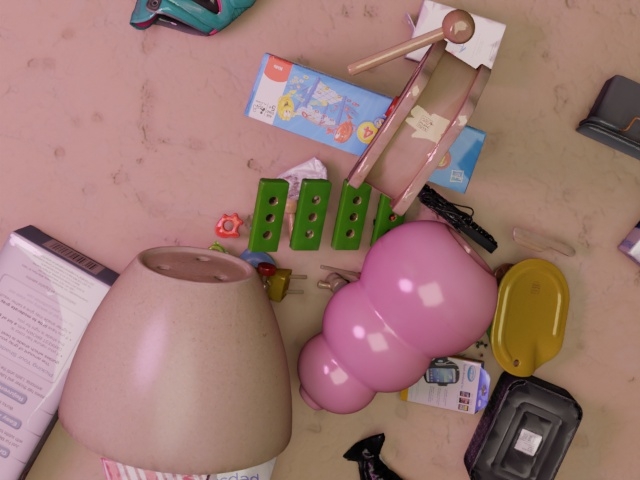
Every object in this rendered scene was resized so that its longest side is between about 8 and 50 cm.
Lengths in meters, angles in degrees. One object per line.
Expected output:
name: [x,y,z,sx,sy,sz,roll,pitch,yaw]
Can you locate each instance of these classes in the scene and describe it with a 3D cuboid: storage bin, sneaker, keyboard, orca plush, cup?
storage bin: [0.463,-0.183,1.715,0.135,0.098,0.091,22,86,-2]
sneaker: [-0.239,-0.397,1.680,0.295,0.124,0.178,36,86,-5]
keyboard: [0.196,-0.051,1.708,0.192,0.100,0.038,36,108,-14]
orca plush: [0.152,0.427,1.775,0.151,0.102,0.287,-26,96,3]
cup: [-0.187,0.144,1.612,0.331,0.331,0.237,9,106,-1]
storage bin: [0.308,0.301,1.770,0.122,0.084,0.180,23,97,-2]

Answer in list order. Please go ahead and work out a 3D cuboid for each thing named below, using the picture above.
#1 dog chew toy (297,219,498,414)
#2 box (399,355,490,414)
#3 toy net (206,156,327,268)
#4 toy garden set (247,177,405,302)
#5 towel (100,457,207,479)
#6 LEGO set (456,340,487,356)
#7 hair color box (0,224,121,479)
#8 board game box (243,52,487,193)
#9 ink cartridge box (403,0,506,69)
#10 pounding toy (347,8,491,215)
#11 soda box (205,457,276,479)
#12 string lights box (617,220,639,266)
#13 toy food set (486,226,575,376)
dog chew toy: [0.099,0.127,1.698,0.206,0.206,0.332,45,101,-4]
box: [0.193,0.215,1.767,0.136,0.028,0.081,9,97,19]
toy net: [-0.078,-0.034,1.757,0.122,0.045,0.232,34,94,-1]
toy garden set: [0.000,0.000,1.727,0.244,0.049,0.204,0,114,-27]
towel: [-0.230,0.375,1.812,0.197,0.029,0.144,-18,96,0]
LEGO set: [0.227,0.190,1.792,0.083,0.023,0.054,-45,97,-8]
hair color box: [-0.459,0.186,1.747,0.185,0.113,0.375,30,95,-3]
board game box: [0.058,-0.167,1.607,0.301,0.308,0.086,19,97,-1]
ink cartridge box: [0.186,-0.294,1.700,0.143,0.092,0.090,18,97,0]
pounding toy: [0.101,-0.173,1.387,0.154,0.154,0.269,32,116,-4]
soda box: [-0.140,0.412,1.755,0.091,0.098,0.286,17,94,-4]
string lights box: [0.584,-0.045,1.733,0.133,0.077,0.260,39,95,-3]
toy food set: [0.306,0.094,1.757,0.128,0.071,0.218,11,90,-23]
